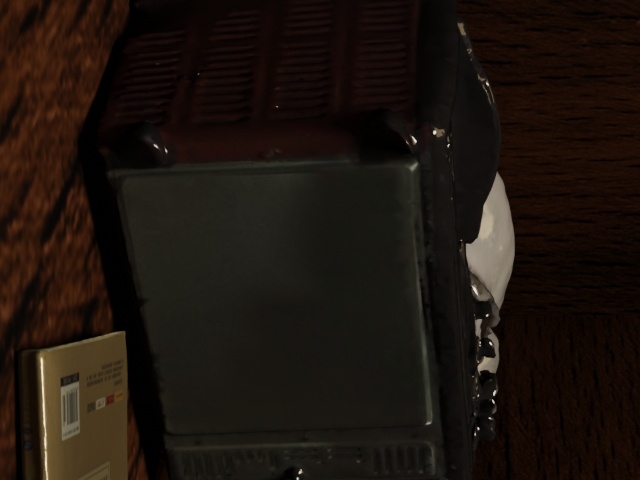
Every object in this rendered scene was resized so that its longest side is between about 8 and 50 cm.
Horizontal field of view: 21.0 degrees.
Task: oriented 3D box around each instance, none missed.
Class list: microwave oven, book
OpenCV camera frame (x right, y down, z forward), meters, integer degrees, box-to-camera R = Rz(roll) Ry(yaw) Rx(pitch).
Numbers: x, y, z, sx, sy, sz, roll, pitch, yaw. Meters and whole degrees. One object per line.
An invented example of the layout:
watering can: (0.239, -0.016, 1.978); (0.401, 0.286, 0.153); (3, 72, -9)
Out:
microwave oven: (-0.001, -0.001, 0.901); (0.178, 0.188, 0.247); (-81, 167, -53)
book: (-0.104, 0.141, 0.753); (0.138, 0.016, 0.199); (2, 87, -83)

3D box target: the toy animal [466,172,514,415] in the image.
toy animal: (0.028, -0.067, 1.225); (0.258, 0.194, 0.357); (63, 17, -51)
